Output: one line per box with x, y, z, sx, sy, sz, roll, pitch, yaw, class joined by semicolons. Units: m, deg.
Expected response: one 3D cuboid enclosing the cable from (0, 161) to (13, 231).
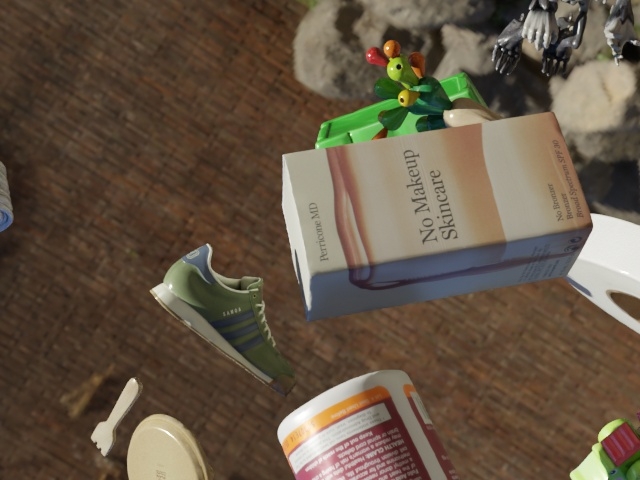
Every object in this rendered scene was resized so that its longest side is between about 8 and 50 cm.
-0.532;-0.055;1.436;0.257;0.089;0.257;-12;166;14;cable

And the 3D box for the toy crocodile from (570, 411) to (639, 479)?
0.564;0.318;1.853;0.105;0.340;0.115;39;-160;-40;toy crocodile

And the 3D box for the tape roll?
0.499;0.093;1.514;0.392;0.072;0.392;32;176;3;tape roll

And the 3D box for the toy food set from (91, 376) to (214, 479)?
-0.146;0.233;1.100;0.038;0.132;0.192;-12;-124;-48;toy food set

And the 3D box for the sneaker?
-0.081;0.080;1.167;0.192;0.086;0.064;40;175;-21;sneaker

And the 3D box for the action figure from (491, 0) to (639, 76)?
0.325;-0.288;1.378;0.164;0.141;0.275;10;159;-11;action figure

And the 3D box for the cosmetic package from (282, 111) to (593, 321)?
0.116;-0.026;1.174;0.129;0.296;0.153;93;165;-64;cosmetic package

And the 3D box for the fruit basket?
0.193;-0.087;2.053;0.392;0.392;0.283;32;-161;-7;fruit basket

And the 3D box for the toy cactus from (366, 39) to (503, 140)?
0.143;-0.167;1.426;0.180;0.112;0.219;23;161;22;toy cactus

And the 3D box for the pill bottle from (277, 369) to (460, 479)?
0.110;0.410;1.630;0.392;0.224;0.224;64;-168;20;pill bottle
